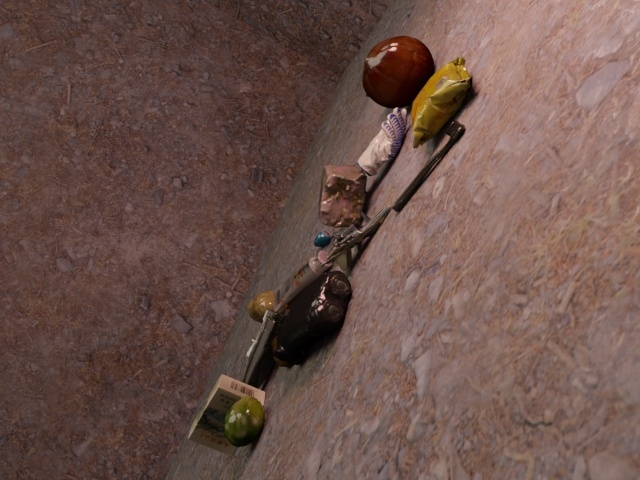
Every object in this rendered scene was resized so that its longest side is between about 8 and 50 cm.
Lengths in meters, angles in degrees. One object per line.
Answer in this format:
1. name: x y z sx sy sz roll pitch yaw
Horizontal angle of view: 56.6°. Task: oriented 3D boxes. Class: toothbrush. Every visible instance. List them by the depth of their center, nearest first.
1. toothbrush: 0.252 -0.171 1.434 0.030 0.030 0.297 -37 -14 -47

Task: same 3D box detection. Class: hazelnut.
1. hazelnut: 0.234 -0.532 1.875 0.229 0.229 0.229 -60 12 20

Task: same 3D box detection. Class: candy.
1. candy: 0.067 -0.146 1.856 0.195 0.137 0.185 -99 18 -71

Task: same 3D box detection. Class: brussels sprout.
1. brussels sprout: -0.233 0.550 1.811 0.155 0.117 0.155 -163 90 -75

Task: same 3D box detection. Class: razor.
1. razor: -0.031 0.218 1.653 0.327 0.107 0.189 -51 16 51

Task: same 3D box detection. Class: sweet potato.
1. sweet potato: -0.115 0.351 1.872 0.081 0.062 0.233 -63 14 -1

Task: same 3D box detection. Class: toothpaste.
1. toothpaste: -0.074 0.140 2.024 0.323 0.066 0.100 -42 39 40

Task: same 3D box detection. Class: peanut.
1. peanut: -0.217 0.267 2.367 0.130 0.130 0.290 -68 13 -19

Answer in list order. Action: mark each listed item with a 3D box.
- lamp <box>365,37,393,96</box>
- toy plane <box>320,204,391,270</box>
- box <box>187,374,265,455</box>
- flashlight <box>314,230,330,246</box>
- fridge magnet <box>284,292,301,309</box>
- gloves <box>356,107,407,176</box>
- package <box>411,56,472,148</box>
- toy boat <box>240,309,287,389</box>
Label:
1. lamp: 0.262 -0.574 2.098 0.227 0.147 0.172 -67 31 30
2. toy plane: 0.099 -0.020 1.658 0.262 0.088 0.192 -54 -13 26
3. box: -0.312 0.582 1.971 0.256 0.164 0.069 -59 12 23
4. flashlight: 0.000 0.000 2.166 0.051 0.051 0.129 -67 9 -18
5. fridge magnet: -0.096 0.183 2.151 0.143 0.063 0.143 -59 9 16
6. gloves: 0.197 -0.301 1.813 0.229 0.097 0.119 -61 27 20
7. package: 0.292 -0.343 1.474 0.226 0.090 0.168 -54 17 33
8. toy boat: -0.204 0.394 2.019 0.319 0.092 0.141 -67 -23 -5
